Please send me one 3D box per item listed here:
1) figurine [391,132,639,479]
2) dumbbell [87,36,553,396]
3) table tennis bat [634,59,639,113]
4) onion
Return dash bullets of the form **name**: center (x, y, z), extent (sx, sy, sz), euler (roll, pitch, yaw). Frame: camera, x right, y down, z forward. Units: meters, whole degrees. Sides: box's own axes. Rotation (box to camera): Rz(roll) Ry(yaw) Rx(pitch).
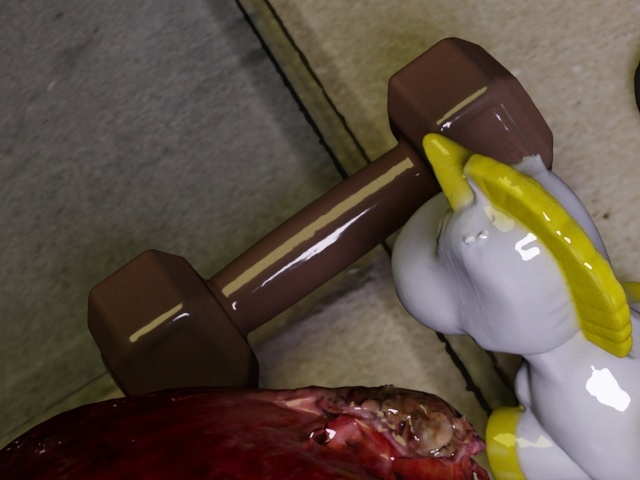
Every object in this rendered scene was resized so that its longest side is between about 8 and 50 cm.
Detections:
- **figurine**: center (0.091, 0.024, 0.770), extent (0.109, 0.178, 0.129), euler (-38, 17, -12)
- **dumbbell**: center (0.000, 0.000, 0.900), extent (0.231, 0.092, 0.082), euler (-36, 15, -2)
- **table tennis bat**: center (0.232, -0.060, 0.866), extent (0.130, 0.019, 0.220), euler (-42, 44, -7)
- **onion**: center (-0.018, 0.163, 0.643), extent (0.276, 0.276, 0.276), euler (-16, 47, 18)
